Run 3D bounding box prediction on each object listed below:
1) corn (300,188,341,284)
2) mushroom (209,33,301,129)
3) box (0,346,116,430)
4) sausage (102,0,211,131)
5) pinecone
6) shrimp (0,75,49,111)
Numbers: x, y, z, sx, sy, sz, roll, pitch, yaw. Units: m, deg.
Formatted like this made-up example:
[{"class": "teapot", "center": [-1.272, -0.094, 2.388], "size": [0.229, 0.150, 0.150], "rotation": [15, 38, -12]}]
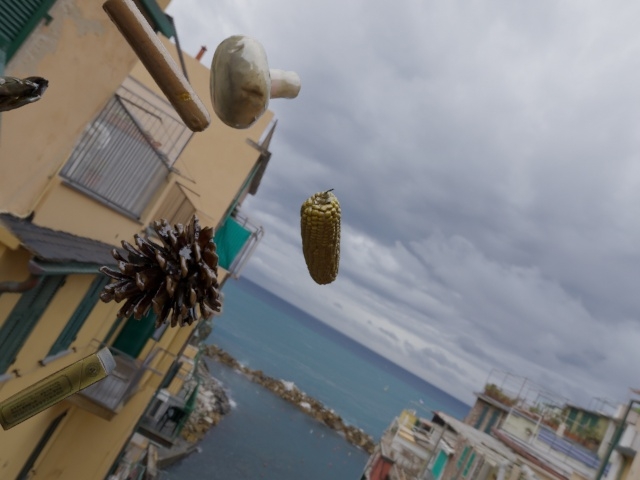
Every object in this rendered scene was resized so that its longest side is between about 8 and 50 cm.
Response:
[{"class": "corn", "center": [0.000, 0.000, 1.099], "size": [0.101, 0.101, 0.310], "rotation": [26, -38, 21]}, {"class": "mushroom", "center": [-0.270, -0.563, 1.587], "size": [0.315, 0.315, 0.356], "rotation": [30, 34, -4]}, {"class": "box", "center": [-0.639, 0.355, 1.102], "size": [0.071, 0.240, 0.159], "rotation": [62, -18, 0]}, {"class": "sausage", "center": [-0.332, -0.362, 0.939], "size": [0.066, 0.066, 0.301], "rotation": [15, -39, 59]}, {"class": "pinecone", "center": [-0.496, 0.103, 1.399], "size": [0.384, 0.384, 0.384], "rotation": [29, -9, 5]}, {"class": "shrimp", "center": [-0.620, -0.266, 0.821], "size": [0.360, 0.247, 0.085], "rotation": [3, -64, 26]}]
